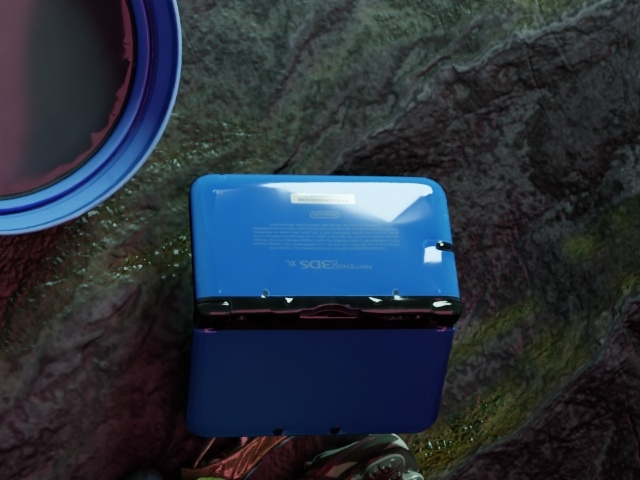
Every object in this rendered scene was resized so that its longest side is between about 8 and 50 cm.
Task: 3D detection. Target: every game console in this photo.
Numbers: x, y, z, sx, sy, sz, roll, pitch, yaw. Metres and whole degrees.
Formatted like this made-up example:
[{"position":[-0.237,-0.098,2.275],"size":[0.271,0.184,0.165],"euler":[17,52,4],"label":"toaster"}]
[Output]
[{"position":[-0.006,0.073,1.678],"size":[0.293,0.173,0.250],"euler":[1,64,-12],"label":"game console"}]

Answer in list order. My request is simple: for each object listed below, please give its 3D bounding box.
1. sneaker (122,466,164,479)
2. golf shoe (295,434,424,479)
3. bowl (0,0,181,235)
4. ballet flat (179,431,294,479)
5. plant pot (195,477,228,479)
[{"position":[-0.303,0.318,1.609],"size":[0.300,0.111,0.121],"euler":[-29,99,-24],"label":"sneaker"},{"position":[-0.006,0.321,1.752],"size":[0.273,0.120,0.105],"euler":[-30,116,5],"label":"golf shoe"},{"position":[-0.338,-0.201,1.544],"size":[0.391,0.077,0.391],"euler":[-3,97,-24],"label":"bowl"},{"position":[-0.077,0.224,1.721],"size":[0.206,0.073,0.067],"euler":[-40,96,-19],"label":"ballet flat"},{"position":[-0.107,0.401,1.594],"size":[0.276,0.276,0.254],"euler":[15,98,-25],"label":"plant pot"}]
